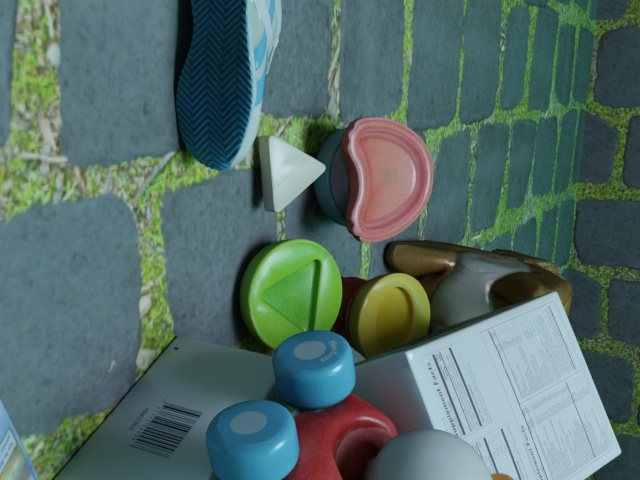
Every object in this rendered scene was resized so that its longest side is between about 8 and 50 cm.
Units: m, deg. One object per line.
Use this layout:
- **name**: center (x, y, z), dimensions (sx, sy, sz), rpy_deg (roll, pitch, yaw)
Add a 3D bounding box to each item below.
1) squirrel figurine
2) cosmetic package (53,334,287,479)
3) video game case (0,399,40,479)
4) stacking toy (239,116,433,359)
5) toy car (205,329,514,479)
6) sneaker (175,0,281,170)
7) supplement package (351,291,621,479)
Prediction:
- **squirrel figurine**: center (0.258, 0.204, 1.409), dimensions (0.397, 0.281, 0.370), rpy_deg (-7, 110, -60)
- **cosmetic package**: center (-0.115, 0.255, 0.816), dimensions (0.224, 0.138, 0.225), rpy_deg (-53, 143, -44)
- **video game case**: center (-0.265, 0.178, 0.486), dimensions (0.269, 0.061, 0.244), rpy_deg (-78, 161, -55)
- **stacking toy**: center (0.000, 0.000, 1.061), dimensions (0.279, 0.130, 0.309), rpy_deg (2, 94, -37)
- **toy car**: center (0.054, 0.224, 0.720), dimensions (0.210, 0.238, 0.219), rpy_deg (-44, 133, -51)
- **sneaker**: center (-0.078, -0.180, 0.816), dimensions (0.092, 0.087, 0.229), rpy_deg (-12, 110, -64)
- **supplement package**: center (0.149, 0.199, 0.942), dimensions (0.262, 0.199, 0.198), rpy_deg (-14, 81, -42)
